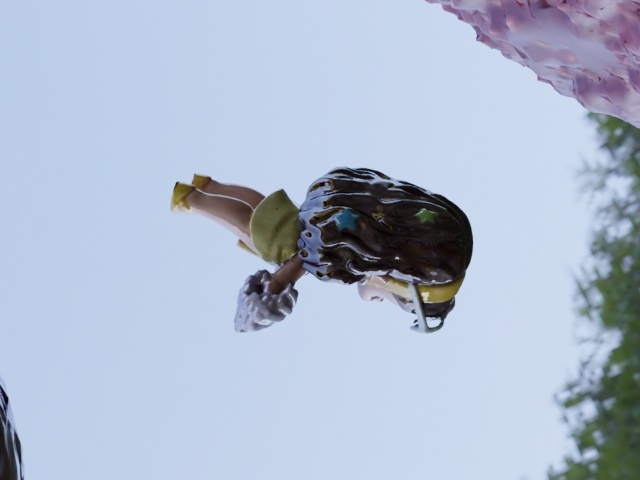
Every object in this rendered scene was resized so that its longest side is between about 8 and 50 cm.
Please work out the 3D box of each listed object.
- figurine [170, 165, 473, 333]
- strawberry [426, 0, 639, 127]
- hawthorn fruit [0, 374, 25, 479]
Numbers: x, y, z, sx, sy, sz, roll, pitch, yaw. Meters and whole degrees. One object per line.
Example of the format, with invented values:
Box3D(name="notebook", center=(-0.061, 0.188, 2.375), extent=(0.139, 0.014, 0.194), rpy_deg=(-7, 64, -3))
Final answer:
Box3D(name="figurine", center=(0.002, 0.000, 1.383), extent=(0.175, 0.240, 0.115), rpy_deg=(-45, -43, -64))
Box3D(name="strawberry", center=(0.119, -0.142, 0.637), extent=(0.261, 0.261, 0.257), rpy_deg=(26, -110, -25))
Box3D(name="hawthorn fruit", center=(-0.201, 0.105, 0.444), extent=(0.254, 0.300, 0.254), rpy_deg=(7, -144, -5))
